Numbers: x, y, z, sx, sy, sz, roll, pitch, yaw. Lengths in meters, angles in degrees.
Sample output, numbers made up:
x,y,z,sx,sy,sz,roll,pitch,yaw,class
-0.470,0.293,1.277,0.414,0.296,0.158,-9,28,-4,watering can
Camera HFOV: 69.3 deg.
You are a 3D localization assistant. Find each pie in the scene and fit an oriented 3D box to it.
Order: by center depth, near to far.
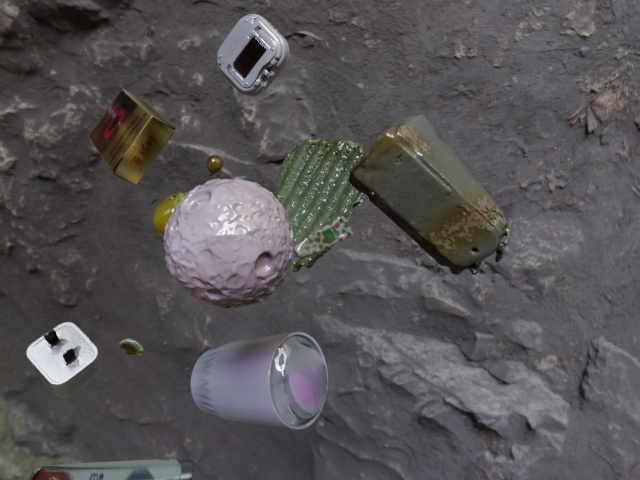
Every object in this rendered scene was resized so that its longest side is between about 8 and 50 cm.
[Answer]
x,y,z,sx,sy,sz,roll,pitch,yaw,class
-0.602,0.345,1.481,0.085,0.017,0.085,7,129,8,pie

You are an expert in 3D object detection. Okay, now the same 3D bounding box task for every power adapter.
x,y,z,sx,sy,sz,roll,pitch,yaw,class
-0.620,0.279,1.119,0.130,0.125,0.205,42,144,10,power adapter

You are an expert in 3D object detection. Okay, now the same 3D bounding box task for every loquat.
x,y,z,sx,sy,sz,roll,pitch,yaw,class
-0.526,-0.062,1.760,0.213,0.213,0.246,43,129,11,loquat

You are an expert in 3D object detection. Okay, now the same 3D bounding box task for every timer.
x,y,z,sx,sy,sz,roll,pitch,yaw,class
-0.257,-0.692,1.730,0.237,0.087,0.262,48,112,8,timer

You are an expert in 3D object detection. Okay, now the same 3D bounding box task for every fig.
x,y,z,sx,sy,sz,roll,pitch,yaw,class
-0.478,-0.333,2.080,0.084,0.082,0.098,21,101,47,fig

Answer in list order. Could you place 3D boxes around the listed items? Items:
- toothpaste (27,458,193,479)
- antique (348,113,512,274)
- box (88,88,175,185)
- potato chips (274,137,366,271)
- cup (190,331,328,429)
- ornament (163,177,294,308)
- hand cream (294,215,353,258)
x,y,z,sx,sy,sz,roll,pitch,yaw,class
-0.278,0.322,0.628,0.062,0.239,0.039,-51,49,10,toothpaste
0.200,-0.069,0.796,0.284,0.150,0.125,47,130,0,antique
-0.442,-0.247,1.072,0.159,0.071,0.240,-54,47,5,box
-0.025,-0.120,1.384,0.358,0.070,0.429,29,90,44,potato chips
-0.182,0.405,1.338,0.372,0.253,0.253,-13,102,34,cup
-0.180,-0.003,0.909,0.259,0.259,0.225,5,146,32,ornament
0.000,0.000,1.186,0.165,0.037,0.057,-29,88,7,hand cream
